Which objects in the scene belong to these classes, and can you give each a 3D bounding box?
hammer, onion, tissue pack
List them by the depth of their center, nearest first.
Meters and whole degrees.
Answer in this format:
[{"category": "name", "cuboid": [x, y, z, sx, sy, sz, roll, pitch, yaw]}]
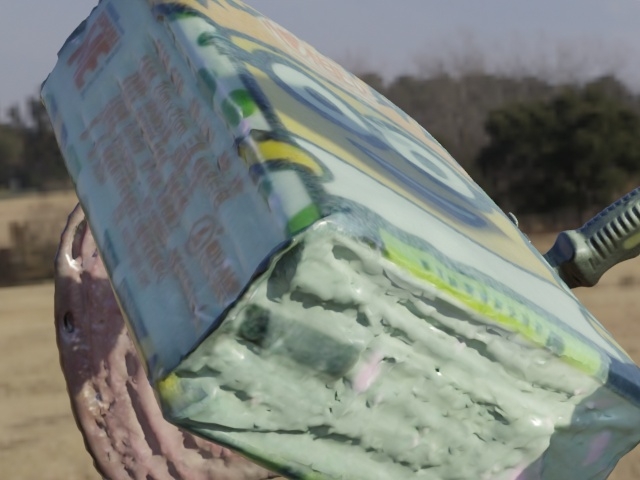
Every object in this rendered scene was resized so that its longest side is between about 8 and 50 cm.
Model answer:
[{"category": "tissue pack", "cuboid": [0.000, 0.000, 0.823, 0.228, 0.128, 0.311, 30, 16, -33]}, {"category": "onion", "cuboid": [-0.053, 0.040, 1.138, 0.250, 0.248, 0.111, -14, 4, 14]}, {"category": "hammer", "cuboid": [0.255, -0.004, 1.417, 0.226, 0.041, 0.159, -30, -41, 7]}]
